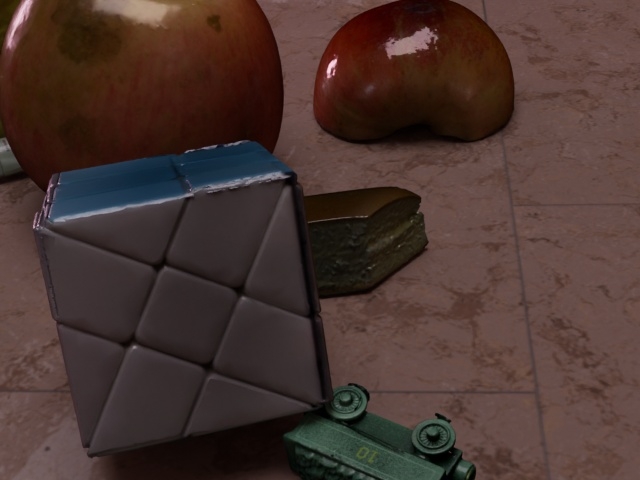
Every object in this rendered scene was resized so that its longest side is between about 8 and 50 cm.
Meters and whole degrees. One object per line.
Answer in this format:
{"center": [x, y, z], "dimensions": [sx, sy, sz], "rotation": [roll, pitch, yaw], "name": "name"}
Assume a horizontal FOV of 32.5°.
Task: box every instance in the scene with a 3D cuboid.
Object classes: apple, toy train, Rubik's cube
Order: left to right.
{"center": [-0.219, -0.204, 1.354], "dimensions": [0.363, 0.364, 0.364], "rotation": [-3, 34, 2], "name": "apple"}
{"center": [-0.131, 0.042, 1.035], "dimensions": [0.231, 0.222, 0.224], "rotation": [-11, 15, -10], "name": "Rubik's cube"}
{"center": [0.050, 0.194, 0.979], "dimensions": [0.172, 0.070, 0.099], "rotation": [18, 48, 29], "name": "toy train"}
{"center": [0.133, -0.263, 1.568], "dimensions": [0.292, 0.163, 0.251], "rotation": [1, 35, 4], "name": "apple"}

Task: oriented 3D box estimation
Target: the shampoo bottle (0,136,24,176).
{"center": [-0.382, -0.135, 1.531], "dimensions": [0.212, 0.049, 0.072], "rotation": [-22, 47, -24], "name": "shampoo bottle"}

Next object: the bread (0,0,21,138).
{"center": [-0.474, -0.327, 1.586], "dimensions": [0.348, 0.348, 0.308], "rotation": [-13, 42, -13], "name": "bread"}

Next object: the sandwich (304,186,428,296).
{"center": [0.000, 0.000, 1.249], "dimensions": [0.257, 0.094, 0.096], "rotation": [-7, 29, -2], "name": "sandwich"}
